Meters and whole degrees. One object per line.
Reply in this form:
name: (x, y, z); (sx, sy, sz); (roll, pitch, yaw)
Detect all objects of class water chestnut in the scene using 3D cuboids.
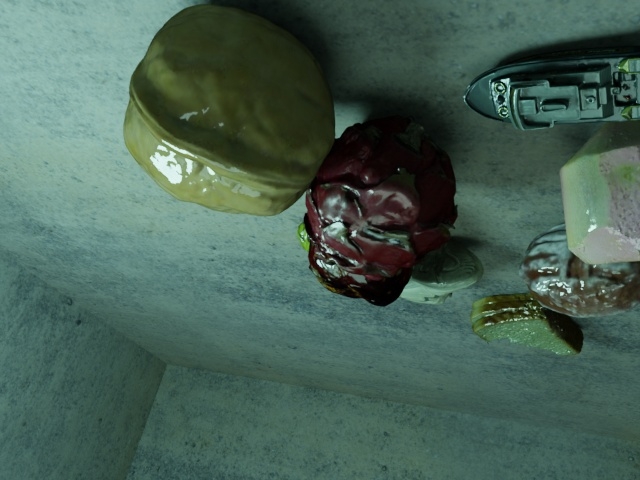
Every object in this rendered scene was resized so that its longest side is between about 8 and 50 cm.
water chestnut: (0.104, 0.020, 1.616); (0.289, 0.244, 0.289); (15, 163, 5)

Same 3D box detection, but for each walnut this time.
walnut: (-0.155, -0.219, 1.177); (0.381, 0.381, 0.381); (13, 155, 6)

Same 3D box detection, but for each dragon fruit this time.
dragon fruit: (0.117, -0.080, 1.316); (0.329, 0.329, 0.329); (13, 155, 6)

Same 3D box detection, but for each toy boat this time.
toy boat: (0.371, -0.239, 1.069); (0.296, 0.122, 0.114); (2, 127, 32)

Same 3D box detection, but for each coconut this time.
coconut: (0.536, -0.088, 1.154); (0.233, 0.245, 0.233); (-6, 180, 0)

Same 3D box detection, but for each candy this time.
candy: (0.579, 0.055, 1.440); (0.289, 0.214, 0.157); (-9, 140, 40)

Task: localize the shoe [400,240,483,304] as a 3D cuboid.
shoe: (0.310, 0.098, 1.794); (0.342, 0.132, 0.210); (-6, 152, 45)

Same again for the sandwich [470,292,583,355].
sandwich: (0.604, 0.255, 1.966); (0.254, 0.099, 0.288); (-18, 140, 39)

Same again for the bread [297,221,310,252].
bread: (0.000, 0.000, 1.825); (0.130, 0.071, 0.139); (7, 153, 28)
